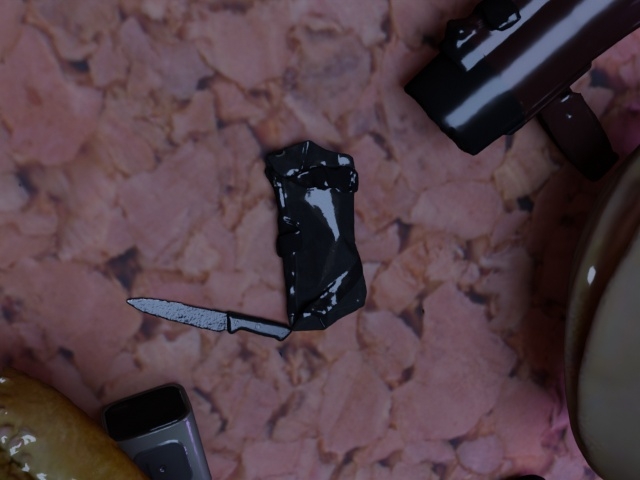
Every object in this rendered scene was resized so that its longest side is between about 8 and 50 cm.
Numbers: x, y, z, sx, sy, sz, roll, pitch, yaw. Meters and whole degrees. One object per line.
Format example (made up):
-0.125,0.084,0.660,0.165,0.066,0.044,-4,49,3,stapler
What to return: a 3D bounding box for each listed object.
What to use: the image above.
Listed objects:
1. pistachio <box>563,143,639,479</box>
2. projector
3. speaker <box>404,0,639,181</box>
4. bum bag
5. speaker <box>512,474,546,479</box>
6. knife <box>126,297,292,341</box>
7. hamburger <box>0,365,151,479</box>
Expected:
0.412,0.070,0.864,0.365,0.281,0.445,2,109,-25,pistachio
-0.157,0.197,0.802,0.083,0.083,0.082,-17,111,-14,projector
0.255,-0.210,0.829,0.329,0.198,0.259,-44,156,12,speaker
0.000,0.000,0.820,0.087,0.049,0.197,-10,110,-12,bum bag
0.136,0.440,0.928,0.388,0.184,0.180,-21,111,-14,speaker
-0.107,0.077,0.826,0.170,0.010,0.023,15,94,-21,knife
-0.204,0.352,0.659,0.287,0.268,0.445,10,115,19,hamburger
